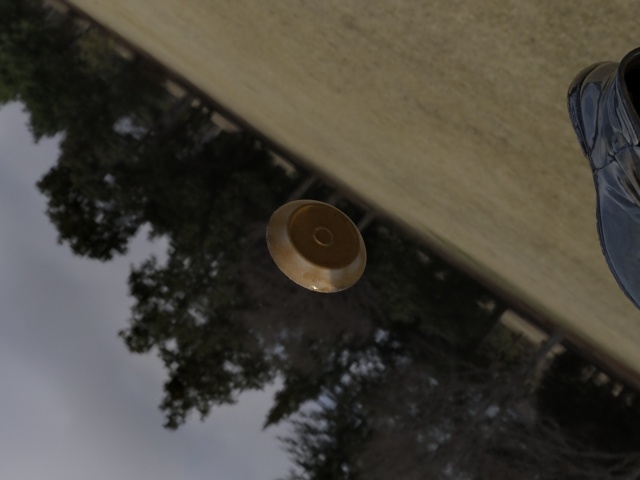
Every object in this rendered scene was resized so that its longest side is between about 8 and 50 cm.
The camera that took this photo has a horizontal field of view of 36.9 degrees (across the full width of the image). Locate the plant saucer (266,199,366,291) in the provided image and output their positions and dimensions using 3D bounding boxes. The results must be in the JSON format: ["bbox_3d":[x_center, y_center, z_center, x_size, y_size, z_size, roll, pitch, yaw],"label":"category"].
[{"bbox_3d":[0.000,0.000,0.735,0.083,0.083,0.015,38,140,1],"label":"plant saucer"}]

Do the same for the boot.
[{"bbox_3d":[0.256,-0.024,0.720,0.161,0.083,0.246,-72,-42,-79],"label":"boot"}]
